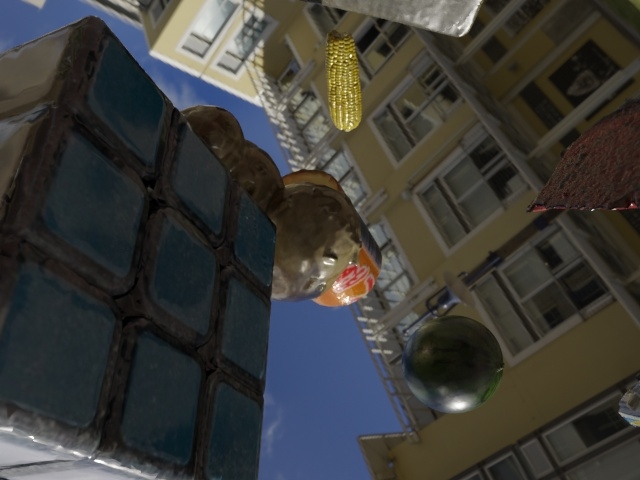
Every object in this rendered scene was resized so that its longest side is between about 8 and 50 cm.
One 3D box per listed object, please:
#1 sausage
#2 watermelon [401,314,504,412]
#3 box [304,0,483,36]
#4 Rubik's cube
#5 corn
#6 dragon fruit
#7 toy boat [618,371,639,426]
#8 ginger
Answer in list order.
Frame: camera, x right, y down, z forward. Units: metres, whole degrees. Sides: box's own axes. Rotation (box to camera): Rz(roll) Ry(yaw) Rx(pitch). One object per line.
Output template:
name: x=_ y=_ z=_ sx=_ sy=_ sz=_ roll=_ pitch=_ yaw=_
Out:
sausage: x=0.000 y=0.000 z=1.361 sx=0.287 sy=0.233 sz=0.233 roll=53 pitch=-166 yaw=-50
watermelon: x=0.321 y=0.300 z=1.389 sx=0.242 sy=0.242 sz=0.242 roll=33 pitch=-149 yaw=-22
box: x=0.082 y=-0.389 z=0.691 sx=0.273 sy=0.184 sz=0.143 roll=13 pitch=-127 yaw=0
Rubik's cube: x=-0.237 y=0.060 z=0.486 sx=0.305 sy=0.303 sz=0.301 roll=49 pitch=-146 yaw=-50
corn: x=0.045 y=-0.301 z=1.097 sx=0.067 sy=0.206 sz=0.067 roll=-4 pitch=-138 yaw=4
dragon fruit: x=0.556 y=-0.141 z=0.999 sx=0.100 sy=0.282 sz=0.343 roll=33 pitch=173 yaw=-16
toy boat: x=0.509 y=0.212 z=0.793 sx=0.088 sy=0.129 sz=0.295 roll=45 pitch=179 yaw=18
ginger: x=-0.096 y=-0.044 z=0.785 sx=0.304 sy=0.244 sz=0.155 roll=40 pitch=-118 yaw=-6
